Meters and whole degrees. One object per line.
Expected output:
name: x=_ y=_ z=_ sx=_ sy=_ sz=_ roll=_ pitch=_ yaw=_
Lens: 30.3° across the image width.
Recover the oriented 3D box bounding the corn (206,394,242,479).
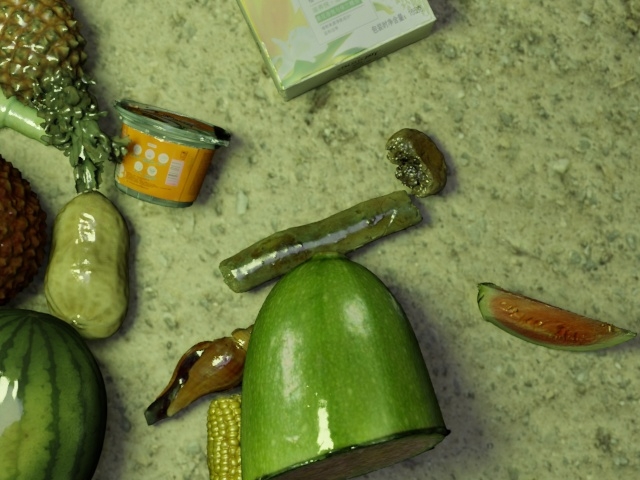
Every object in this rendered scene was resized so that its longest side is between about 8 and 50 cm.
corn: x=-0.114 y=0.385 z=1.758 sx=0.101 sy=0.101 sz=0.310 roll=-7 pitch=87 yaw=-1

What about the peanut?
peanut: x=-0.347 y=0.038 z=1.763 sx=0.129 sy=0.129 sz=0.224 roll=-2 pitch=85 yaw=-1

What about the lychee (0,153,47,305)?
lychee: x=-0.532 y=-0.021 z=1.700 sx=0.276 sy=0.304 sz=0.275 roll=11 pitch=58 yaw=-18

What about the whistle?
whistle: x=-0.520 y=-0.219 z=1.806 sx=0.258 sy=0.067 sz=0.126 roll=27 pitch=87 yaw=-1

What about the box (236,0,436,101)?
box: x=0.017 y=-0.356 z=1.798 sx=0.260 sy=0.111 sz=0.194 roll=-26 pitch=87 yaw=0

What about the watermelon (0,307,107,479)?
watermelon: x=-0.446 y=0.274 z=1.673 sx=0.279 sy=0.279 sz=0.359 roll=17 pitch=93 yaw=0

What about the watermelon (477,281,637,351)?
watermelon: x=0.341 y=0.117 z=1.770 sx=0.245 sy=0.119 sz=0.063 roll=20 pitch=75 yaw=0

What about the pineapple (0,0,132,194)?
pineapple: x=-0.394 y=-0.240 z=1.723 sx=0.175 sy=0.175 sz=0.361 roll=-33 pitch=68 yaw=-2

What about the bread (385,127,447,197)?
bread: x=0.148 y=-0.117 z=1.804 sx=0.060 sy=0.082 sz=0.113 roll=-37 pitch=82 yaw=38

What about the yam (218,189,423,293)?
yam: x=0.000 y=0.000 z=1.798 sx=0.317 sy=0.071 sz=0.067 roll=-22 pitch=117 yaw=-3

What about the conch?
conch: x=-0.168 y=0.192 z=1.778 sx=0.233 sy=0.080 sz=0.086 roll=-21 pitch=65 yaw=-4

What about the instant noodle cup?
instant noodle cup: x=-0.233 y=-0.122 z=1.762 sx=0.178 sy=0.208 sz=0.125 roll=6 pitch=106 yaw=-40

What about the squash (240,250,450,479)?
squash: x=-0.002 y=0.179 z=1.697 sx=0.310 sy=0.310 sz=0.309 roll=-17 pitch=73 yaw=-2
